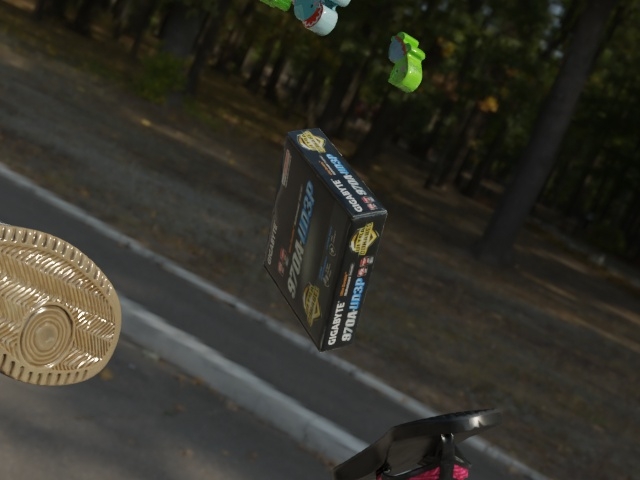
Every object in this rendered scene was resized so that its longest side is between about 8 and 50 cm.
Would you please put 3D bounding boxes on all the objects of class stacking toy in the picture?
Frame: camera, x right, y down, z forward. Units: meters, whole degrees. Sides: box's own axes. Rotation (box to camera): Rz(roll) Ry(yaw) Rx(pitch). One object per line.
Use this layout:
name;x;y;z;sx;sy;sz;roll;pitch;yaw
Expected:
stacking toy;-0.015;-0.214;0.916;0.167;0.052;0.221;22;33;-40

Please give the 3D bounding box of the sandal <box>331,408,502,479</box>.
sandal;0.061;0.140;0.710;0.067;0.040;0.179;-2;-22;-23

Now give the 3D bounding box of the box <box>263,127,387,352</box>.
box;0.000;0.000;1.407;0.051;0.220;0.175;-11;44;-27

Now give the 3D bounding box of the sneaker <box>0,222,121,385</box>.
sneaker;-0.275;0.021;0.770;0.153;0.099;0.282;10;-11;40
